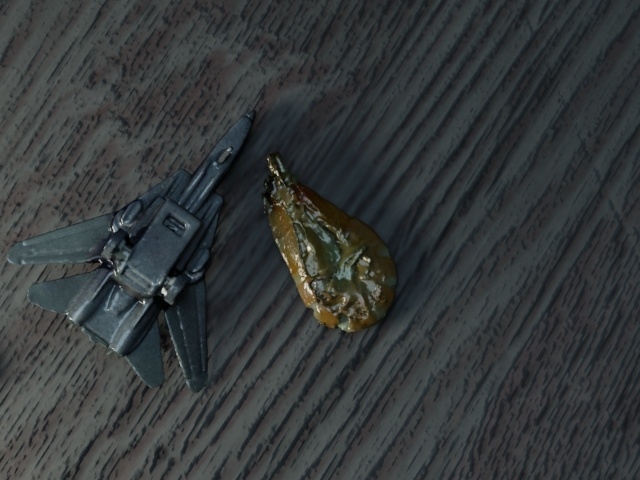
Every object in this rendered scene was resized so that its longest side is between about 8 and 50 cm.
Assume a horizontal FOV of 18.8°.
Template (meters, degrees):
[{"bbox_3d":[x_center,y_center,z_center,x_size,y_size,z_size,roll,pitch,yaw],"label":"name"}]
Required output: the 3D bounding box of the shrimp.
[{"bbox_3d":[0.000,0.000,1.738,0.091,0.043,0.184,-34,78,-9],"label":"shrimp"}]

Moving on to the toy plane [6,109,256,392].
[{"bbox_3d":[-0.129,-0.014,1.734,0.212,0.088,0.267,37,79,-6],"label":"toy plane"}]
